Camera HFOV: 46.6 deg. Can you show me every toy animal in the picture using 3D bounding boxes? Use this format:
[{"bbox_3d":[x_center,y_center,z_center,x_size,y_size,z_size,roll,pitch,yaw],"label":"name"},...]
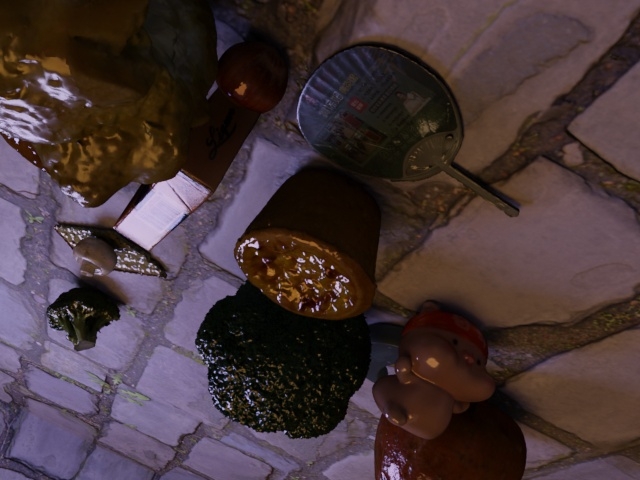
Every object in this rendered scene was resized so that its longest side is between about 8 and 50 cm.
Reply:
[{"bbox_3d":[0.181,0.210,1.175,0.171,0.197,0.171,32,177,2],"label":"toy animal"}]

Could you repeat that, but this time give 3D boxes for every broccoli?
[{"bbox_3d":[-0.515,0.163,1.606,0.146,0.138,0.162,6,146,-36],"label":"broccoli"},{"bbox_3d":[-0.051,0.192,1.273,0.297,0.297,0.297,18,179,9],"label":"broccoli"}]

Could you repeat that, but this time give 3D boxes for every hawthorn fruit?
[{"bbox_3d":[0.215,0.410,1.338,0.277,0.298,0.277,27,160,11],"label":"hawthorn fruit"}]

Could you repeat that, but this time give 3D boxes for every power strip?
[{"bbox_3d":[0.117,0.206,1.338,0.137,0.044,0.216,38,145,-22],"label":"power strip"}]

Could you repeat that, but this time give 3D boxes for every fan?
[{"bbox_3d":[0.087,-0.116,0.916,0.223,0.012,0.294,-7,136,40],"label":"fan"}]

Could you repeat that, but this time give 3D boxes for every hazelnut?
[{"bbox_3d":[-0.080,-0.192,0.859,0.086,0.086,0.086,17,147,11],"label":"hazelnut"}]

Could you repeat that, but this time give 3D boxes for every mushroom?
[{"bbox_3d":[-0.418,0.034,1.375,0.083,0.067,0.083,15,154,7],"label":"mushroom"}]

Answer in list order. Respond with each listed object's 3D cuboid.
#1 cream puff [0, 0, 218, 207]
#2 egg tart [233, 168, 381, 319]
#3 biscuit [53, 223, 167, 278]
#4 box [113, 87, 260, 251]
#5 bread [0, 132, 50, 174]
[{"bbox_3d":[-0.253,-0.179,0.729,0.274,0.323,0.270,5,123,3],"label":"cream puff"},{"bbox_3d":[0.000,0.000,1.015,0.202,0.147,0.202,18,148,12],"label":"egg tart"},{"bbox_3d":[-0.407,0.019,1.427,0.203,0.016,0.144,6,144,28],"label":"biscuit"},{"bbox_3d":[-0.181,-0.093,0.988,0.070,0.152,0.237,37,145,-18],"label":"box"},{"bbox_3d":[-0.332,-0.188,0.957,0.227,0.142,0.253,23,154,24],"label":"bread"}]
